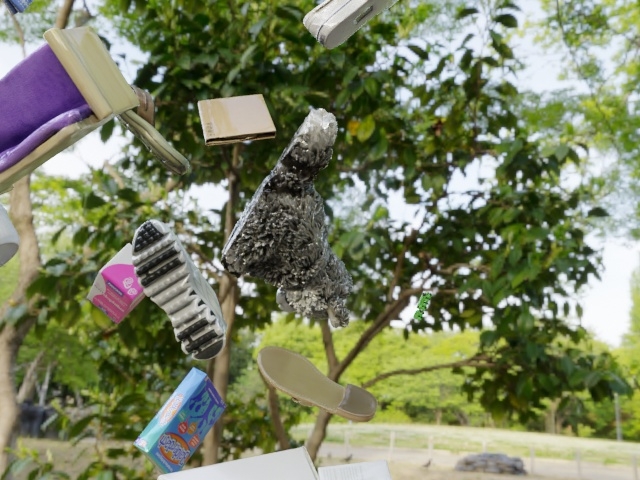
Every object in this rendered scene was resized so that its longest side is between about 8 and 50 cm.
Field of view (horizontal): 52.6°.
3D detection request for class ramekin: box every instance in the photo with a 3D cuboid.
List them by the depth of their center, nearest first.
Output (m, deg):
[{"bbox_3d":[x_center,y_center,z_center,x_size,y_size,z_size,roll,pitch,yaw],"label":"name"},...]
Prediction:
[{"bbox_3d":[-0.818,0.011,1.533,0.207,0.109,0.207,-38,-4,-3],"label":"ramekin"}]

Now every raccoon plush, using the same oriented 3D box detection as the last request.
[{"bbox_3d":[0.000,0.000,1.255,0.299,0.216,0.446,30,-37,-10],"label":"raccoon plush"}]

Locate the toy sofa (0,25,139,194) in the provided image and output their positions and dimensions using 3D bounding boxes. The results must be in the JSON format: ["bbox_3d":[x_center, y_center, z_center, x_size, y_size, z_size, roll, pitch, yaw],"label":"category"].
[{"bbox_3d":[-0.495,-0.188,1.048,0.362,0.150,0.177,-25,13,24],"label":"toy sofa"}]

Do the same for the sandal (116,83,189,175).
[{"bbox_3d":[-0.390,-0.274,1.431,0.303,0.086,0.120,47,-11,-11],"label":"sandal"}]

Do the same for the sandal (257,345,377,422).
[{"bbox_3d":[-0.015,0.283,1.190,0.240,0.088,0.079,22,-47,14],"label":"sandal"}]

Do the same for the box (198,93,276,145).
[{"bbox_3d":[-0.202,-0.292,1.550,0.164,0.201,0.021,-9,-52,-10],"label":"box"}]

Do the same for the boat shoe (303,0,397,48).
[{"bbox_3d":[0.081,-0.501,1.326,0.267,0.088,0.096,-42,-16,-5],"label":"boat shoe"}]

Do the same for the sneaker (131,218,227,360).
[{"bbox_3d":[-0.274,0.093,1.283,0.110,0.292,0.118,-24,7,12],"label":"sneaker"}]

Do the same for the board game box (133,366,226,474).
[{"bbox_3d":[-0.315,0.420,1.483,0.047,0.210,0.160,20,-33,28],"label":"board game box"}]

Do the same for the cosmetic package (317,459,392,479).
[{"bbox_3d":[0.093,0.670,1.636,0.183,0.151,0.151,-4,29,-4],"label":"cosmetic package"}]

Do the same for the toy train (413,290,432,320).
[{"bbox_3d":[0.243,0.156,1.549,0.023,0.083,0.017,26,29,19],"label":"toy train"}]

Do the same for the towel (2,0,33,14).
[{"bbox_3d":[-0.656,-0.661,1.401,0.040,0.336,0.243,-13,-51,16],"label":"towel"}]

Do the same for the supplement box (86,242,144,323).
[{"bbox_3d":[-0.510,0.115,1.672,0.111,0.114,0.220,42,-36,-4],"label":"supplement box"}]

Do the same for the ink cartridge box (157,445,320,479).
[{"bbox_3d":[-0.150,0.579,1.177,0.279,0.160,0.385,-5,-55,-22],"label":"ink cartridge box"}]
